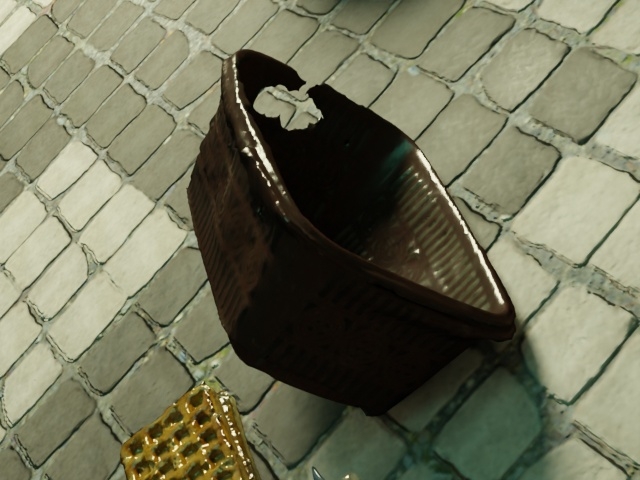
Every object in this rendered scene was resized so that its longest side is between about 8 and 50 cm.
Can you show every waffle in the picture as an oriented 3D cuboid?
[{"bbox_3d":[-0.097,0.186,1.054,0.102,0.042,0.148,-38,37,8],"label":"waffle"}]

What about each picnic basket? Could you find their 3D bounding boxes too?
[{"bbox_3d":[0.000,0.000,1.016,0.129,0.222,0.297,-52,32,21],"label":"picnic basket"}]

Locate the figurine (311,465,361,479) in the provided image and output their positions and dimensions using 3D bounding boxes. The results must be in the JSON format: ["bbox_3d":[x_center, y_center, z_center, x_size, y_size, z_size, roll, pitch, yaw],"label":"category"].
[{"bbox_3d":[0.047,0.222,0.814,0.184,0.128,0.208,-45,28,5],"label":"figurine"}]
